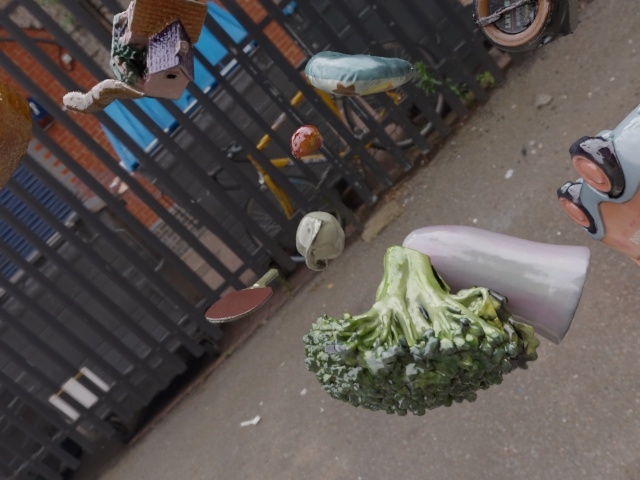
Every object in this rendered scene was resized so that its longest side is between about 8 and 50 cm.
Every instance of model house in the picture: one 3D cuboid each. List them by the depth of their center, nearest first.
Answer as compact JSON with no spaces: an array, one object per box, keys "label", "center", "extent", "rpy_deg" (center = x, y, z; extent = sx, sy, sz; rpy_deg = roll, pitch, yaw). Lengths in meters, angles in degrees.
[{"label":"model house","center":[-0.434,-0.538,1.473],"extent":[0.237,0.202,0.237],"rpy_deg":[-27,60,54]}]

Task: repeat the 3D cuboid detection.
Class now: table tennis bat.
[{"label":"table tennis bat","center":[-0.159,0.123,1.235],"extent":[0.138,0.022,0.246],"rpy_deg":[-7,18,28]}]

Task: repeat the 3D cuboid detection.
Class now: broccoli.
[{"label":"broccoli","center":[0.152,0.166,0.865],"extent":[0.324,0.334,0.272],"rpy_deg":[25,84,28]}]

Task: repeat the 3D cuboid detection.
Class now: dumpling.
[{"label":"dumpling","center":[0.000,0.000,1.561],"extent":[0.250,0.132,0.162],"rpy_deg":[-8,-75,-78]}]

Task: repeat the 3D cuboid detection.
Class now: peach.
[{"label":"peach","center":[-0.044,-0.263,1.433],"extent":[0.098,0.061,0.098],"rpy_deg":[-18,41,16]}]

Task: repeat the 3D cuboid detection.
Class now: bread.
[{"label":"bread","center":[-0.777,-0.234,1.205],"extent":[0.312,0.172,0.312],"rpy_deg":[-9,72,29]}]

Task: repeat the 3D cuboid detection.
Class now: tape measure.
[{"label":"tape measure","center":[0.440,-0.514,1.178],"extent":[0.223,0.202,0.135],"rpy_deg":[13,40,41]}]

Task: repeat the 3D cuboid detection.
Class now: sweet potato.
[{"label":"sweet potato","center":[-0.554,-0.364,1.391],"extent":[0.281,0.067,0.059],"rpy_deg":[-1,30,38]}]

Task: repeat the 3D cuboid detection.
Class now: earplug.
[{"label":"earplug","center":[0.289,0.050,0.969],"extent":[0.172,0.301,0.172],"rpy_deg":[-54,-26,-42]}]

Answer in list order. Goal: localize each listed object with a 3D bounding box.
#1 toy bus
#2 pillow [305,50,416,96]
[{"label":"toy bus","center":[0.421,-0.063,0.609],"extent":[0.194,0.232,0.288],"rpy_deg":[-43,-25,0]},{"label":"pillow","center":[0.082,-0.358,1.164],"extent":[0.214,0.086,0.233],"rpy_deg":[-19,27,-30]}]
